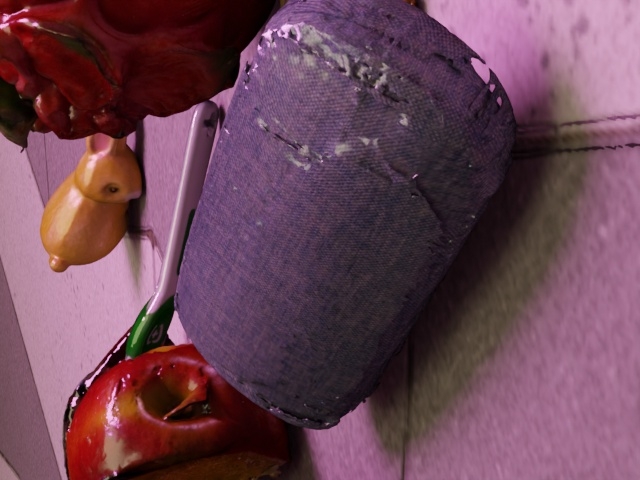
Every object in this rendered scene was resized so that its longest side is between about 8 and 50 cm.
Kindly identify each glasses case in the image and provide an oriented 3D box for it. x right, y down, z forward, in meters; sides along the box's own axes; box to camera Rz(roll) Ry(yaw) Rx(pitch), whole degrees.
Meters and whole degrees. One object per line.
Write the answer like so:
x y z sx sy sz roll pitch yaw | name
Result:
0.000 0.000 0.608 0.109 0.067 0.282 34 145 7 | glasses case

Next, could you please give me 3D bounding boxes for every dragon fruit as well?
-0.107 -0.173 0.722 0.192 0.193 0.274 5 78 67 | dragon fruit

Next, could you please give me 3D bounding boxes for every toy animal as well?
-0.183 -0.046 1.159 0.159 0.070 0.083 -58 2 43 | toy animal

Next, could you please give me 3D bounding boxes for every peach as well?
-0.096 0.123 0.878 0.172 0.127 0.092 124 136 -57 | peach

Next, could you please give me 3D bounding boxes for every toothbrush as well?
-0.113 0.052 0.933 0.030 0.030 0.303 -142 64 -63 | toothbrush

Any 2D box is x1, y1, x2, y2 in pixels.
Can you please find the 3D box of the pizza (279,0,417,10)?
0.011 -0.085 0.635 0.178 0.041 0.131 106 148 -49 | pizza

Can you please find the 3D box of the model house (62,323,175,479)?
-0.125 0.150 1.011 0.152 0.106 0.165 -159 59 -70 | model house
